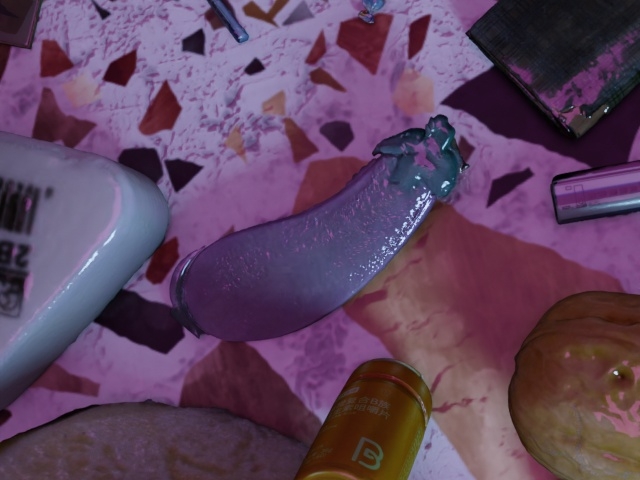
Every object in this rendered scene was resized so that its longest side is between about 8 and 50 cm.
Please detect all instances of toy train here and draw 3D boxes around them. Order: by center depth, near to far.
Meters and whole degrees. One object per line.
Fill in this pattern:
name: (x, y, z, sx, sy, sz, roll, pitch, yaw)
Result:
toy train: (0.358, -0.060, 1.150, 0.252, 0.055, 0.048, -10, 82, 9)

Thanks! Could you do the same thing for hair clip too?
hair clip: (0.001, 0.002, 1.199, 0.359, 0.110, 0.095, -36, 39, 8)

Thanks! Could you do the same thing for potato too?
potato: (-0.189, 0.352, 1.146, 0.397, 0.290, 0.295, -1, 118, -27)

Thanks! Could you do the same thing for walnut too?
walnut: (0.286, 0.145, 1.080, 0.222, 0.195, 0.195, 16, 87, 19)

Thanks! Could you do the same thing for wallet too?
wallet: (0.317, -0.264, 1.183, 0.317, 0.044, 0.169, -42, 78, 2)

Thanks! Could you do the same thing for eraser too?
eraser: (-0.317, -0.004, 1.212, 0.332, 0.150, 0.331, -1, 84, 8)

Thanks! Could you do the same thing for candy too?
candy: (0.060, -0.274, 1.240, 0.030, 0.020, 0.083, 25, 91, 11)

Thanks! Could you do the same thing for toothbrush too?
toothbrush: (-0.145, -0.306, 1.281, 0.019, 0.016, 0.219, -35, 79, -4)

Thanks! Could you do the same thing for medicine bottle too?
medicine bottle: (0.042, 0.200, 1.098, 0.096, 0.192, 0.096, 8, 118, 16)

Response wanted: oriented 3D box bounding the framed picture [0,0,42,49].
framed picture: (-0.371, -0.327, 1.323, 0.136, 0.010, 0.200, 12, 87, 11)
